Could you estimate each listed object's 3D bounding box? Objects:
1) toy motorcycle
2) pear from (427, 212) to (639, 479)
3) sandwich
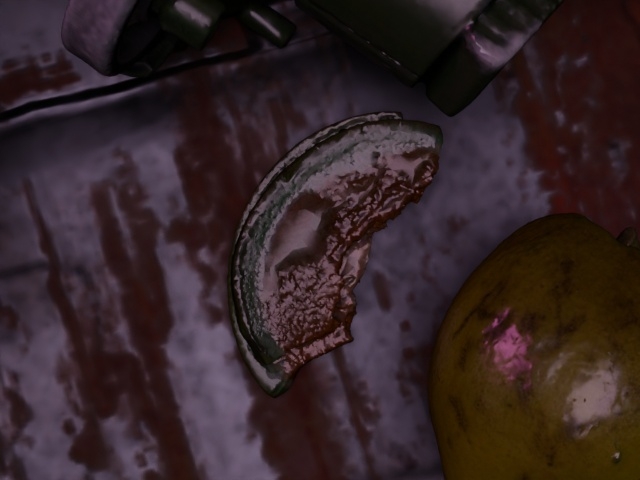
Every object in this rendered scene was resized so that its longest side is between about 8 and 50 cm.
[{"bbox_3d":[0.035,-0.141,0.462,0.205,0.127,0.275,35,80,-1],"label":"toy motorcycle"},{"bbox_3d":[0.097,0.055,0.459,0.107,0.107,0.131,22,95,-1],"label":"pear"},{"bbox_3d":[-0.002,0.001,0.494,0.067,0.029,0.135,26,87,0],"label":"sandwich"}]
